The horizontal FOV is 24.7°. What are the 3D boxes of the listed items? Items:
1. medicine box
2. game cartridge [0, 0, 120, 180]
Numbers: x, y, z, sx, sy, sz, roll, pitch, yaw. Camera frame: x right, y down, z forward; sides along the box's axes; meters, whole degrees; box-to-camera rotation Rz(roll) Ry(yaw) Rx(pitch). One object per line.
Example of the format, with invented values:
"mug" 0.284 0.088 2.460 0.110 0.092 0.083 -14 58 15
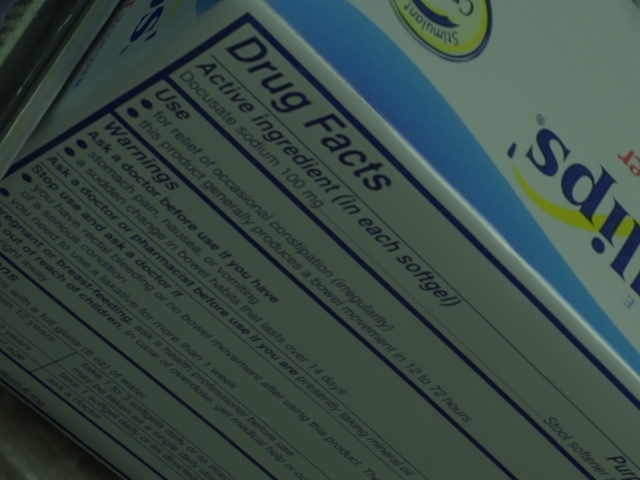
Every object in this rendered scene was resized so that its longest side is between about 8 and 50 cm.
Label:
"medicine box" 0.000 0.000 0.601 0.263 0.289 0.149 43 49 -22
"game cartridge" -0.168 -0.074 0.559 0.068 0.230 0.355 49 52 -33
